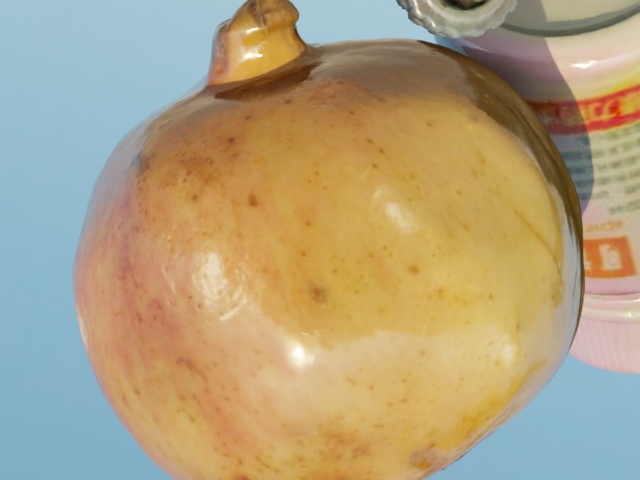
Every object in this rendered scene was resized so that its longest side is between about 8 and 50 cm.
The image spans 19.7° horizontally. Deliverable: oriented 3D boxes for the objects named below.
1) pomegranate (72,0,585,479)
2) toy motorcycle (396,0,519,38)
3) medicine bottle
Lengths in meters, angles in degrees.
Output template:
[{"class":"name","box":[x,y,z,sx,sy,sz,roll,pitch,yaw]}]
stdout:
[{"class":"pomegranate","box":[0.000,0.000,1.153,0.338,0.338,0.338,14,-160,-5]},{"class":"toy motorcycle","box":[0.108,-0.212,0.930,0.130,0.229,0.094,50,171,-20]},{"class":"medicine bottle","box":[0.222,-0.084,1.400,0.219,0.388,0.219,-9,-129,12]}]
